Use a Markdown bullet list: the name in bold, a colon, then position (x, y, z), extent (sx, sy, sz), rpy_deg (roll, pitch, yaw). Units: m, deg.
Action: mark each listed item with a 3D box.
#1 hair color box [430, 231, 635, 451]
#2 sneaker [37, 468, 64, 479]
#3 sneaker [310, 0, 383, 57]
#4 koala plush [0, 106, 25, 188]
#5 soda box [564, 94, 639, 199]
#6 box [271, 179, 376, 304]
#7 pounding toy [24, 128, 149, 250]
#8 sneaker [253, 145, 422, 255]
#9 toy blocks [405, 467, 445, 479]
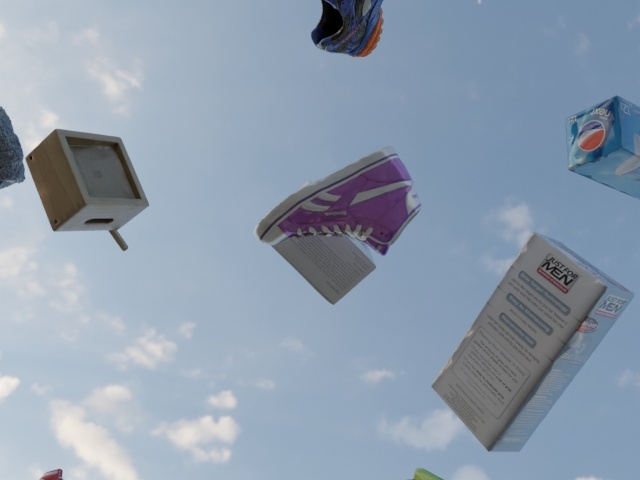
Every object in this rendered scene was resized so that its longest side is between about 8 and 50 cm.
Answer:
- **hair color box**: position (0.387, 0.194, 1.297), extent (0.113, 0.185, 0.375), rpy_deg (14, -68, -39)
- **sneaker**: position (-0.496, 0.484, 1.330), extent (0.118, 0.067, 0.042), rpy_deg (18, -62, 6)
- **sneaker**: position (0.043, -0.323, 0.861), extent (0.083, 0.087, 0.221), rpy_deg (53, -33, 34)
- **koala plush**: position (-0.723, -0.167, 1.369), extent (0.203, 0.221, 0.196), rpy_deg (18, -57, 54)
- **soda box**: position (0.382, -0.094, 0.802), extent (0.210, 0.067, 0.071), rpy_deg (14, -22, -30)
- **box**: position (0.000, 0.000, 1.363), extent (0.119, 0.181, 0.182), rpy_deg (-42, -73, 10)
- **pounding toy**: position (-0.304, -0.062, 0.923), extent (0.100, 0.141, 0.130), rpy_deg (-32, -104, 27)
- **sneaker**: position (0.035, -0.027, 1.161), extent (0.282, 0.102, 0.161), rpy_deg (-28, -97, 7)
- **toy blocks**: position (-0.011, 0.408, 0.616), extent (0.260, 0.190, 0.382), rpy_deg (12, -92, -29)
